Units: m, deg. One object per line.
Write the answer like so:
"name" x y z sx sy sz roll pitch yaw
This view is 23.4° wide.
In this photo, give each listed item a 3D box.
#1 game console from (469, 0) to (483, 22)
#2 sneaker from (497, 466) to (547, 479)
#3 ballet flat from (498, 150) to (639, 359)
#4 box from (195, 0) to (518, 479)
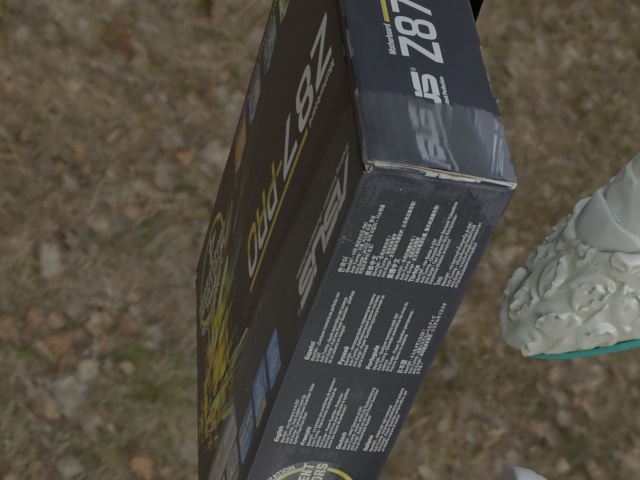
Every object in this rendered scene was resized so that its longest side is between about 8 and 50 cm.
"game console" 0.059 -0.136 1.415 0.213 0.361 0.044 -6 40 -31
"sneaker" 0.234 0.353 1.468 0.169 0.292 0.108 4 17 -3
"ballet flat" 0.304 -0.039 1.060 0.147 0.409 0.147 -18 90 -76
"box" 0.000 0.000 1.016 0.097 0.395 0.318 7 42 -15
